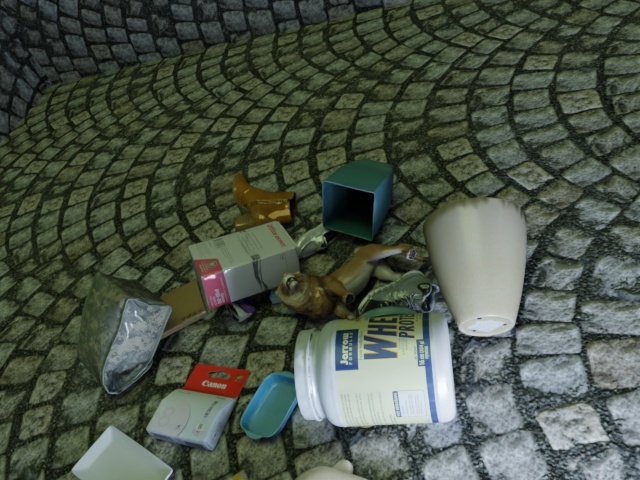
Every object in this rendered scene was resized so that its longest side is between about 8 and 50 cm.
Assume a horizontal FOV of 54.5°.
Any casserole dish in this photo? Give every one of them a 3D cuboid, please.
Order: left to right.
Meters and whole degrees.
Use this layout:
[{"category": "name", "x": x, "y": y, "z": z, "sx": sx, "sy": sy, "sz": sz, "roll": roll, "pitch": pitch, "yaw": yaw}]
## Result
[{"category": "casserole dish", "x": -0.116, "y": 0.408, "z": 1.518, "sx": 0.114, "sy": 0.037, "sz": 0.188, "roll": 7, "pitch": 48, "yaw": 32}]

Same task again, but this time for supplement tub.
[{"category": "supplement tub", "x": 0.123, "y": 0.284, "z": 1.359, "sx": 0.324, "sy": 0.236, "sz": 0.236, "roll": -6, "pitch": 43, "yaw": 11}]

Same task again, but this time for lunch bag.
[{"category": "lunch bag", "x": -0.582, "y": 0.270, "z": 1.783, "sx": 0.235, "sy": 0.168, "sz": 0.287, "roll": 23, "pitch": 93, "yaw": 46}]

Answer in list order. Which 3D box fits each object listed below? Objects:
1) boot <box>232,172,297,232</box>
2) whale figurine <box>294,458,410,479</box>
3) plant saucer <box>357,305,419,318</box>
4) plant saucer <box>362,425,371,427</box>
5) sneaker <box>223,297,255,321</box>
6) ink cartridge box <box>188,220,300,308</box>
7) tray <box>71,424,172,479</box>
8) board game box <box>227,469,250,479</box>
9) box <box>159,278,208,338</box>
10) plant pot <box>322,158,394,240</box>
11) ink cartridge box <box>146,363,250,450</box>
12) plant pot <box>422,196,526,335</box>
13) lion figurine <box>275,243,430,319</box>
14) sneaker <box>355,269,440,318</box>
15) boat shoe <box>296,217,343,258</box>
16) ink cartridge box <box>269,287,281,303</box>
[{"category": "boot", "x": -0.186, "y": -0.140, "z": 2.111, "sx": 0.211, "sy": 0.104, "sz": 0.295, "roll": -14, "pitch": 46, "yaw": 5}, {"category": "whale figurine", "x": 0.060, "y": 0.547, "z": 1.232, "sx": 0.271, "sy": 0.141, "sz": 0.216, "roll": -2, "pitch": 39, "yaw": -11}, {"category": "plant saucer", "x": 0.161, "y": 0.193, "z": 1.492, "sx": 0.194, "sy": 0.195, "sz": 0.038, "roll": -11, "pitch": 63, "yaw": 15}, {"category": "plant saucer", "x": 0.106, "y": 0.393, "z": 1.441, "sx": 0.083, "sy": 0.015, "sz": 0.083, "roll": -14, "pitch": 41, "yaw": 13}, {"category": "sneaker", "x": -0.245, "y": 0.179, "z": 1.823, "sx": 0.071, "sy": 0.068, "sz": 0.170, "roll": -19, "pitch": 38, "yaw": -27}, {"category": "ink cartridge box", "x": -0.221, "y": 0.065, "z": 1.812, "sx": 0.282, "sy": 0.117, "sz": 0.207, "roll": -17, "pitch": 29, "yaw": -14}, {"category": "tray", "x": -0.487, "y": 0.571, "z": 1.528, "sx": 0.270, "sy": 0.030, "sz": 0.145, "roll": 16, "pitch": 53, "yaw": 38}, {"category": "board game box", "x": -0.181, "y": 0.594, "z": 1.355, "sx": 0.103, "sy": 0.026, "sz": 0.154, "roll": -32, "pitch": 41, "yaw": -9}, {"category": "box", "x": -0.452, "y": 0.216, "z": 1.902, "sx": 0.201, "sy": 0.021, "sz": 0.164, "roll": -27, "pitch": 40, "yaw": -3}, {"category": "plant pot", "x": 0.130, "y": -0.146, "z": 1.882, "sx": 0.165, "sy": 0.166, "sz": 0.234, "roll": 16, "pitch": 39, "yaw": 22}, {"category": "ink cartridge box", "x": -0.312, "y": 0.411, "z": 1.598, "sx": 0.188, "sy": 0.066, "sz": 0.233, "roll": 1, "pitch": 50, "yaw": 28}, {"category": "plant pot", "x": 0.385, "y": 0.080, "z": 1.496, "sx": 0.256, "sy": 0.256, "sz": 0.274, "roll": -10, "pitch": 59, "yaw": 17}, {"category": "lion figurine", "x": 0.085, "y": 0.101, "z": 1.700, "sx": 0.392, "sy": 0.142, "sz": 0.240, "roll": -25, "pitch": 28, "yaw": -23}, {"category": "sneaker", "x": 0.206, "y": 0.158, "z": 1.566, "sx": 0.228, "sy": 0.086, "sz": 0.132, "roll": -32, "pitch": 31, "yaw": -20}, {"category": "boat shoe", "x": 0.000, "y": 0.000, "z": 1.890, "sx": 0.184, "sy": 0.066, "sz": 0.063, "roll": -33, "pitch": 39, "yaw": -25}, {"category": "ink cartridge box", "x": -0.118, "y": 0.141, "z": 1.813, "sx": 0.048, "sy": 0.028, "sz": 0.083, "roll": -10, "pitch": 41, "yaw": 15}]
